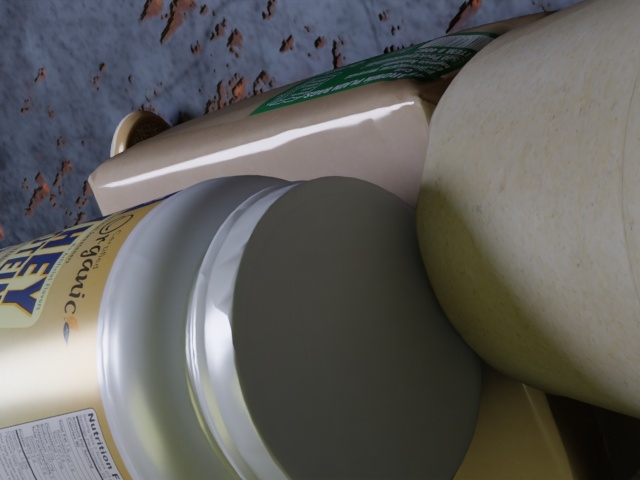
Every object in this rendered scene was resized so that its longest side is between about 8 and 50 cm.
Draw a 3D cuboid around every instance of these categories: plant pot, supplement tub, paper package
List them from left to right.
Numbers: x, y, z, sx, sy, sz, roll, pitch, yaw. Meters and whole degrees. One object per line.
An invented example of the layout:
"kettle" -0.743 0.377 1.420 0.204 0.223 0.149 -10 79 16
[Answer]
"supplement tub" -0.083 0.088 1.167 0.316 0.228 0.228 -16 103 44
"paper package" 0.047 0.036 1.309 0.325 0.168 0.309 -11 107 44
"plant pot" 0.217 -0.021 1.017 0.305 0.334 0.333 -3 114 61

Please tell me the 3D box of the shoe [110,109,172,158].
"shoe" -0.144 -0.009 1.593 0.058 0.076 0.219 17 130 34
